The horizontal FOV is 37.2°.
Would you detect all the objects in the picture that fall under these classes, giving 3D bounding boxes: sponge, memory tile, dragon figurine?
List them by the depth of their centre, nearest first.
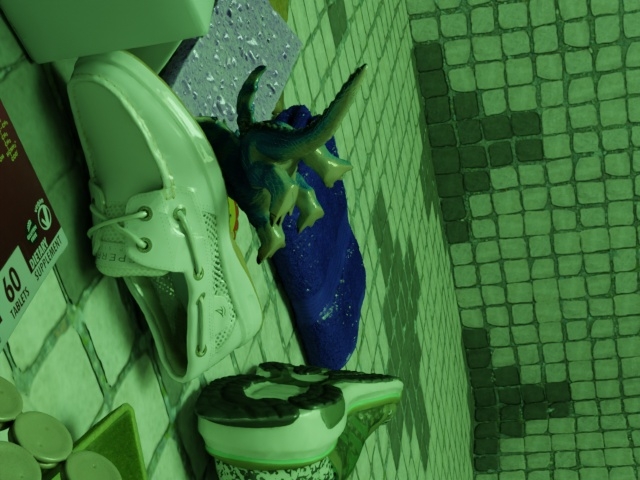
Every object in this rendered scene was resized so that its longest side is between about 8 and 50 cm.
[{"bbox_3d":[-0.171,0.129,0.489,0.113,0.012,0.148,38,21,-1],"label":"memory tile"},{"bbox_3d":[-0.056,-0.077,0.743,0.144,0.085,0.289,48,-21,8],"label":"dragon figurine"},{"bbox_3d":[-0.086,-0.170,0.944,0.117,0.031,0.210,50,42,-33],"label":"sponge"}]

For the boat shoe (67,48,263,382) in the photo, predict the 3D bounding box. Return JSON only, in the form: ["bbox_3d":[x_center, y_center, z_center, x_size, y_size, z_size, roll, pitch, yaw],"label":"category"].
[{"bbox_3d":[-0.126,-0.007,0.713,0.096,0.098,0.277,-46,128,-36],"label":"boat shoe"}]

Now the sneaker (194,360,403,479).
[{"bbox_3d":[-0.022,0.227,0.993,0.410,0.158,0.182,8,89,-70],"label":"sneaker"}]

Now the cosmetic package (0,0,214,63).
[{"bbox_3d":[-0.155,-0.280,0.629,0.225,0.138,0.224,69,20,-50],"label":"cosmetic package"}]

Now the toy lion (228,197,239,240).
[{"bbox_3d":[-0.103,-0.045,0.961,0.100,0.034,0.096,65,30,-51],"label":"toy lion"}]

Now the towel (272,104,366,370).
[{"bbox_3d":[0.000,0.000,1.257,0.228,0.076,0.308,-82,160,-48],"label":"towel"}]

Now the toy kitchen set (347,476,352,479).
[{"bbox_3d":[-0.002,0.374,1.116,0.207,0.166,0.122,49,-3,27],"label":"toy kitchen set"}]

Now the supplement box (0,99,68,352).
[{"bbox_3d":[-0.210,-0.054,0.433,0.130,0.073,0.239,-77,155,-53],"label":"supplement box"}]

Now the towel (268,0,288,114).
[{"bbox_3d":[-0.091,-0.373,1.144,0.271,0.040,0.370,54,34,-61],"label":"towel"}]

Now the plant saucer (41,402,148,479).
[{"bbox_3d":[-0.156,0.220,0.586,0.188,0.045,0.188,-42,124,-73],"label":"plant saucer"}]

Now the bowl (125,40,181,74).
[{"bbox_3d":[-0.121,-0.197,0.781,0.053,0.142,0.142,34,24,-12],"label":"bowl"}]
